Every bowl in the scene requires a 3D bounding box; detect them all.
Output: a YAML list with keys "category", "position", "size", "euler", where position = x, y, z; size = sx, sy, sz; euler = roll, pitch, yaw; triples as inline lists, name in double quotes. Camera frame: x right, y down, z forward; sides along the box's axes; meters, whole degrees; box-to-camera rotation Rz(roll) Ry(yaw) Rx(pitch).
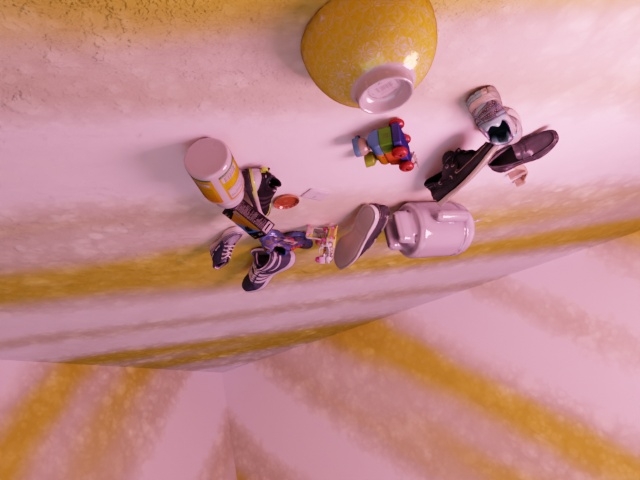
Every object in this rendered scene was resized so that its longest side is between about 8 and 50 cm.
- category: "bowl"
  position: [0.116, -0.354, 1.108]
  size: [0.290, 0.155, 0.289]
  euler: [-12, 157, -5]

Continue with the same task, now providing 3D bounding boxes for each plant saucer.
- category: "plant saucer"
  position: [-0.108, -0.123, 1.716]
  size: [0.084, 0.013, 0.083]
  euler: [-11, 157, -5]

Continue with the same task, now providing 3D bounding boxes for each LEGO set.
- category: "LEGO set"
  position: [0.000, 0.000, 1.961]
  size: [0.107, 0.132, 0.287]
  euler: [8, -175, 1]

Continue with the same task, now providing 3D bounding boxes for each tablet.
- category: "tablet"
  position: [-0.015, -0.145, 1.726]
  size: [0.083, 0.006, 0.054]
  euler: [9, 149, -42]

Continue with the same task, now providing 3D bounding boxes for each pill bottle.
- category: "pill bottle"
  position: [-0.263, -0.164, 1.399]
  size: [0.118, 0.117, 0.208]
  euler: [-14, 158, 2]

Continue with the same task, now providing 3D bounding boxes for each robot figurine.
- category: "robot figurine"
  position: [0.404, -0.040, 1.948]
  size: [0.354, 0.199, 0.300]
  euler: [-2, 164, -25]

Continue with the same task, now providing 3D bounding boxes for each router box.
- category: "router box"
  position: [-0.214, -0.064, 1.586]
  size: [0.133, 0.046, 0.179]
  euler: [39, 166, -11]

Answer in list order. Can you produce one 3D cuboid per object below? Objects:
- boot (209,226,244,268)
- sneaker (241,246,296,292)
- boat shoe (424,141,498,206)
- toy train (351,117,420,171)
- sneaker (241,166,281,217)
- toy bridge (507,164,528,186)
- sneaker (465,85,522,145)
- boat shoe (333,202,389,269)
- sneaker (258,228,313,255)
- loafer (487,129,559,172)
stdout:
- category: "boot"
  position: [-0.316, 0.027, 1.863]
  size: [0.069, 0.086, 0.190]
  euler: [5, 152, -37]
- category: "sneaker"
  position: [-0.241, 0.111, 2.082]
  size: [0.282, 0.099, 0.153]
  euler: [-35, 155, 29]
- category: "boat shoe"
  position: [0.412, -0.220, 1.651]
  size: [0.127, 0.113, 0.340]
  euler: [-43, 175, -18]
- category: "toy train"
  position: [0.187, -0.233, 1.517]
  size: [0.144, 0.105, 0.248]
  euler: [-9, 160, 18]
- category: "sneaker"
  position: [-0.155, -0.137, 1.567]
  size: [0.097, 0.084, 0.234]
  euler: [-16, 158, 0]
- category: "toy bridge"
  position: [0.681, -0.232, 1.873]
  size: [0.063, 0.026, 0.188]
  euler: [-27, 154, 27]
- category: "sneaker"
  position: [0.481, -0.300, 1.476]
  size: [0.110, 0.122, 0.283]
  euler: [-27, 154, 31]
- category: "boat shoe"
  position: [0.148, -0.008, 1.941]
  size: [0.091, 0.114, 0.302]
  euler: [-7, 146, -40]
- category: "sneaker"
  position: [-0.123, 0.018, 1.945]
  size: [0.221, 0.087, 0.083]
  euler: [3, 153, -34]
- category: "loafer"
  position: [0.623, -0.273, 1.678]
  size: [0.078, 0.076, 0.223]
  euler: [-1, 160, -45]
